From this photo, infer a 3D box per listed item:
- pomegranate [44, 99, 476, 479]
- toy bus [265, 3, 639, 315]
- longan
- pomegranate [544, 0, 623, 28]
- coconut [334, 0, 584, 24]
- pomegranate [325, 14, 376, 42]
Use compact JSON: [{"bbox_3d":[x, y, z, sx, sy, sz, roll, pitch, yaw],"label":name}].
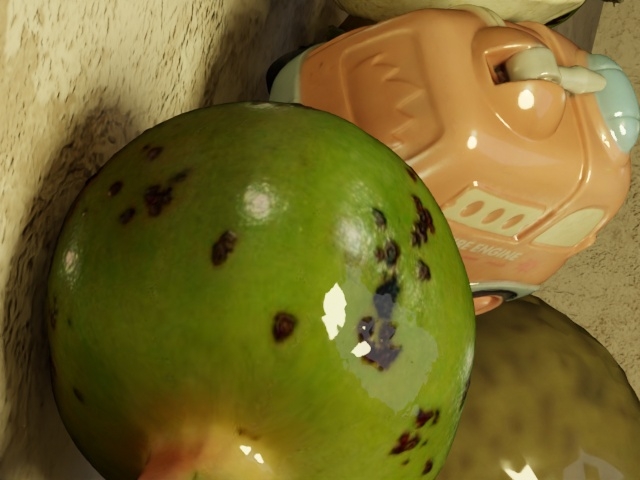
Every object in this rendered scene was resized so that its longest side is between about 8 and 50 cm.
[{"bbox_3d":[-0.033,0.069,0.921,0.323,0.291,0.290,-92,-174,-66],"label":"pomegranate"},{"bbox_3d":[0.107,-0.072,1.145,0.288,0.232,0.194,10,57,-45],"label":"toy bus"},{"bbox_3d":[0.120,0.228,1.432,0.391,0.391,0.391,11,90,-75],"label":"longan"},{"bbox_3d":[0.244,-0.351,1.736,0.254,0.270,0.254,-51,173,-8],"label":"pomegranate"},{"bbox_3d":[0.111,-0.322,1.193,0.329,0.329,0.328,11,90,-75],"label":"coconut"},{"bbox_3d":[0.088,-0.132,1.417,0.235,0.210,0.210,8,93,-49],"label":"pomegranate"}]
